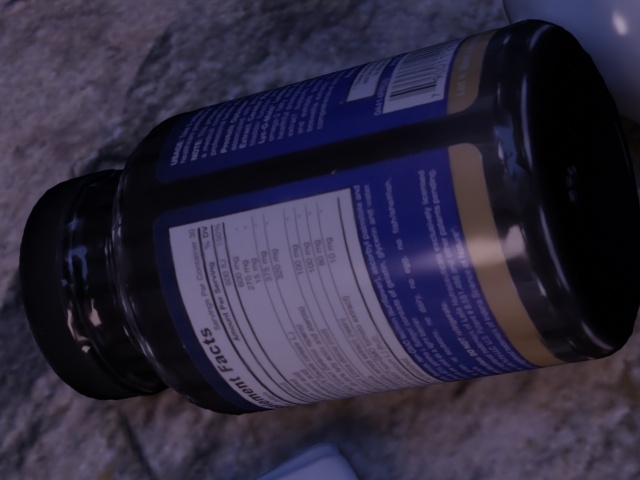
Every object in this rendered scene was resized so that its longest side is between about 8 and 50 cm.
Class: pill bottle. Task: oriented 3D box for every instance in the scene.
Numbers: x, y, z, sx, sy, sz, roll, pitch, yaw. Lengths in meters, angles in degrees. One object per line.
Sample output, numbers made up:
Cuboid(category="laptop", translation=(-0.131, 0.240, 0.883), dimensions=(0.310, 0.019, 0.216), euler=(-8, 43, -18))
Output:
Cuboid(category="pill bottle", translation=(0.000, 0.000, 0.555), dimensions=(0.219, 0.123, 0.122), euler=(-12, 57, 27))

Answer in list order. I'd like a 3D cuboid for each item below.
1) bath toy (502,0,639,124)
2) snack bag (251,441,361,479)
Cuboid(category="bath toy", translation=(0.232, -0.162, 0.590), dimensions=(0.348, 0.129, 0.151), euler=(-40, 11, -9))
Cuboid(category="snack bag", translation=(-0.075, 0.236, 0.456), dimensions=(0.323, 0.037, 0.342), euler=(-24, 45, -1))
